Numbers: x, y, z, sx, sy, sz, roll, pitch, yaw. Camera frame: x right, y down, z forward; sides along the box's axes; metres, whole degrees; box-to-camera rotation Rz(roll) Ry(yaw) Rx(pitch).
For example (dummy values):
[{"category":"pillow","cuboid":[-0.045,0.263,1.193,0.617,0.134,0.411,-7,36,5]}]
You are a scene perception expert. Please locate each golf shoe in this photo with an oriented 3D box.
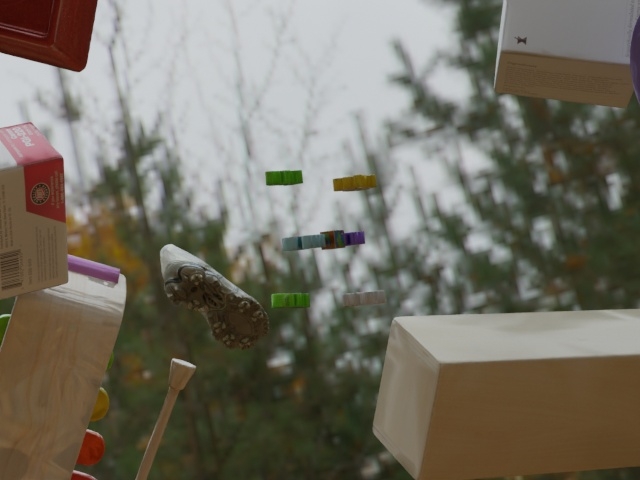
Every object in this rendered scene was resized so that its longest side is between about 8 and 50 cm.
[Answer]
[{"category":"golf shoe","cuboid":[-0.124,0.061,1.993,0.069,0.086,0.176,-38,-46,5]}]

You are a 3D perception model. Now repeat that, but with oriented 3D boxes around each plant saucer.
[{"category":"plant saucer","cuboid":[-0.396,-0.364,2.153,0.259,0.258,0.048,15,11,19]}]

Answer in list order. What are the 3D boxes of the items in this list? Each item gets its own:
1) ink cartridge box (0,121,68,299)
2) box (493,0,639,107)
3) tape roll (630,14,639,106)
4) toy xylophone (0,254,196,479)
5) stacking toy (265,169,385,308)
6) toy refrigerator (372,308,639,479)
[{"category":"ink cartridge box","cuboid":[-0.372,-0.015,1.706,0.218,0.092,0.158,-15,-53,-27]},{"category":"box","cuboid":[0.325,-0.284,2.201,0.182,0.181,0.119,8,-21,4]},{"category":"tape roll","cuboid":[0.451,-0.203,1.996,0.080,0.189,0.189,-13,-14,-26]},{"category":"toy xylophone","cuboid":[-0.282,0.182,1.860,0.236,0.322,0.081,26,4,-14]},{"category":"stacking toy","cuboid":[0.000,0.000,2.102,0.052,0.167,0.221,-7,-4,36]},{"category":"toy refrigerator","cuboid":[0.183,0.116,1.339,0.270,0.102,0.094,-1,23,-25]}]
